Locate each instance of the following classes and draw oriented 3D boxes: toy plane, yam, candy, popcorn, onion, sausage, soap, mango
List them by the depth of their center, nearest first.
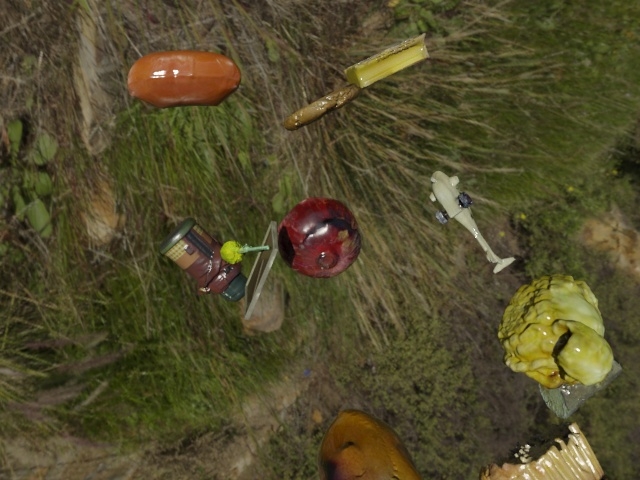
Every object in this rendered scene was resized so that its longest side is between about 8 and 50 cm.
[{"bbox_3d":[0.085,0.392,0.828,0.152,0.287,0.201,-32,103,-4],"label":"mango"},{"bbox_3d":[0.483,0.202,1.081,0.174,0.286,0.225,36,125,-9],"label":"popcorn"},{"bbox_3d":[-0.313,-0.374,1.172,0.258,0.133,0.133,-4,128,-8],"label":"sausage"},{"bbox_3d":[0.606,0.322,1.193,0.183,0.107,0.107,-32,138,-7],"label":"yam"},{"bbox_3d":[-0.175,0.024,1.206,0.062,0.194,0.058,-11,93,-39],"label":"candy"},{"bbox_3d":[0.357,-0.052,1.237,0.108,0.286,0.092,-5,150,-51],"label":"toy plane"},{"bbox_3d":[0.000,0.000,1.443,0.246,0.190,0.246,-7,126,-10],"label":"onion"},{"bbox_3d":[0.193,-0.515,1.481,0.233,0.135,0.076,-28,108,-6],"label":"soap"}]

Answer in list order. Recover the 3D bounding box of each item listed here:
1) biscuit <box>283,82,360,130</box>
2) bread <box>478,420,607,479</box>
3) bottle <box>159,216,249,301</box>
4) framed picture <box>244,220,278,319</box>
[{"bbox_3d":[0.004,-0.332,1.278,0.226,0.226,0.042,-32,102,-16],"label":"biscuit"},{"bbox_3d":[0.501,0.529,1.162,0.274,0.149,0.274,-22,150,-14],"label":"bread"},{"bbox_3d":[-0.319,0.071,1.436,0.156,0.143,0.271,-42,107,10],"label":"bottle"},{"bbox_3d":[-0.143,0.070,1.217,0.015,0.150,0.203,18,113,-15],"label":"framed picture"}]
